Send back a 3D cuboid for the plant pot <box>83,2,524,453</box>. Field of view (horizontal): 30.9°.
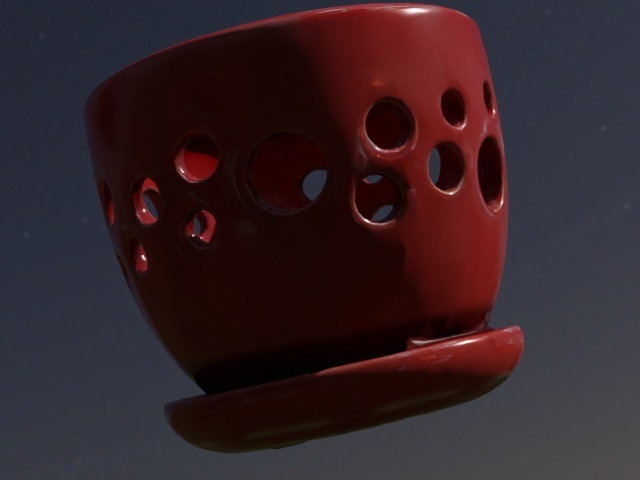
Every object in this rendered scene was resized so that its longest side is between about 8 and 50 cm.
[{"bbox_3d":[0.000,0.000,0.538,0.191,0.174,0.191,-13,-7,-2],"label":"plant pot"}]
